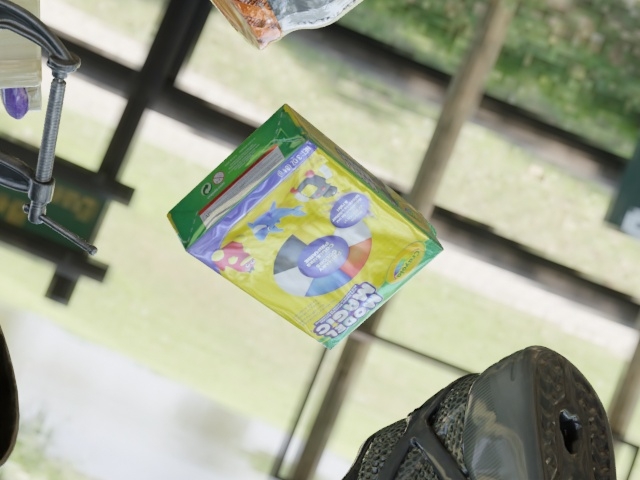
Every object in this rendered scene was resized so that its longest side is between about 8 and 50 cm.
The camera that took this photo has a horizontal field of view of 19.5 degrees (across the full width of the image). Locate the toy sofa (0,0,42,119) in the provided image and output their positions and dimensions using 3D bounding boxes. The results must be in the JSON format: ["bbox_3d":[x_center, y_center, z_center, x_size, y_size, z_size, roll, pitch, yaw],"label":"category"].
[{"bbox_3d":[-0.309,-0.272,1.496,0.150,0.362,0.177,-3,146,-11],"label":"toy sofa"}]

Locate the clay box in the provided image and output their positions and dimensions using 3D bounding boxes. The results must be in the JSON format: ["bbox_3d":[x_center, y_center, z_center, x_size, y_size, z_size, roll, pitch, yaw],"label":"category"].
[{"bbox_3d":[0.000,0.000,1.446,0.222,0.127,0.053,36,-164,-44],"label":"clay box"}]

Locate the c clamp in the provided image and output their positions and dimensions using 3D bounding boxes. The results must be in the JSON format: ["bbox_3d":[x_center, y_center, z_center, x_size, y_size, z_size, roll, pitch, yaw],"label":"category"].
[{"bbox_3d":[-0.200,-0.085,1.283,0.137,0.160,0.022,23,-147,23],"label":"c clamp"}]

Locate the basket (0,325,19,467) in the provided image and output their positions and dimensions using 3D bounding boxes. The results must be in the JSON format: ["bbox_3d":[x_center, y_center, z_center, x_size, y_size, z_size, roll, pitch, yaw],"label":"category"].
[{"bbox_3d":[-0.277,0.077,0.843,0.154,0.227,0.204,32,-152,-57],"label":"basket"}]

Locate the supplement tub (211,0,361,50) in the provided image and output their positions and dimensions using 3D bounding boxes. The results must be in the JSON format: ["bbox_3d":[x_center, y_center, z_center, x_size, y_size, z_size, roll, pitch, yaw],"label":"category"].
[{"bbox_3d":[0.022,-0.329,1.718,0.193,0.316,0.193,51,176,5],"label":"supplement tub"}]

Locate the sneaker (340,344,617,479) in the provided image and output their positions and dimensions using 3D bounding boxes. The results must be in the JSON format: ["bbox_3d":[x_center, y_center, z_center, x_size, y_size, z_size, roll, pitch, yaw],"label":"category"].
[{"bbox_3d":[0.052,0.162,0.724,0.130,0.227,0.087,-26,142,36],"label":"sneaker"}]
